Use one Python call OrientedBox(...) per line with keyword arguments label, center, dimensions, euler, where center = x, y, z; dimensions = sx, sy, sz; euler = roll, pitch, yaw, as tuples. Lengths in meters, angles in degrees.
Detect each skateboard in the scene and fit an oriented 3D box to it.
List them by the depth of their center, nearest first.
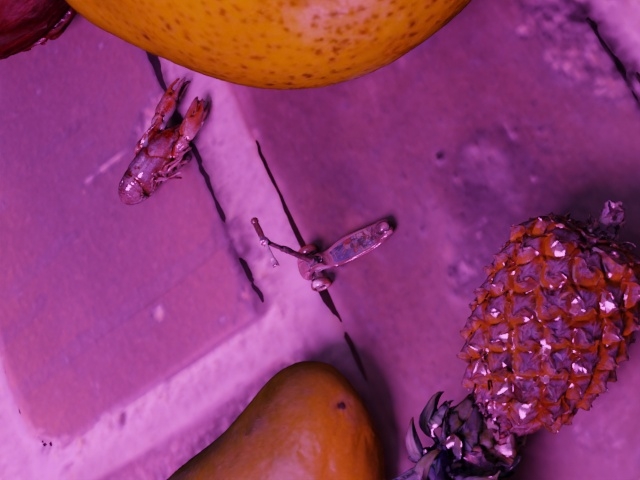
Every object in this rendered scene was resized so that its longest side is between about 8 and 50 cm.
OrientedBox(label="skateboard", center=(0.000, 0.000, 0.658), dimensions=(0.064, 0.083, 0.032), euler=(-29, 69, 20))

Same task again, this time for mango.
OrientedBox(label="mango", center=(-0.034, 0.165, 0.649), dimensions=(0.191, 0.085, 0.122), euler=(-48, 61, 14))

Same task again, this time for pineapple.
OrientedBox(label="pineapple", center=(0.106, 0.081, 0.587), dimensions=(0.103, 0.083, 0.221), euler=(25, 92, 0))

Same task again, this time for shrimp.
OrientedBox(label="shrimp", center=(-0.099, -0.062, 0.752), dimensions=(0.038, 0.029, 0.092), euler=(22, 89, 30))

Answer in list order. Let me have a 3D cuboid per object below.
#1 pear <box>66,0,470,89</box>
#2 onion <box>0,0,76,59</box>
OrientedBox(label="pear", center=(-0.017, -0.222, 0.603), dimensions=(0.294, 0.294, 0.294), euler=(-5, 80, 27))
OrientedBox(label="onion", center=(-0.264, -0.238, 0.768), dimensions=(0.281, 0.221, 0.280), euler=(-9, 51, 12))
